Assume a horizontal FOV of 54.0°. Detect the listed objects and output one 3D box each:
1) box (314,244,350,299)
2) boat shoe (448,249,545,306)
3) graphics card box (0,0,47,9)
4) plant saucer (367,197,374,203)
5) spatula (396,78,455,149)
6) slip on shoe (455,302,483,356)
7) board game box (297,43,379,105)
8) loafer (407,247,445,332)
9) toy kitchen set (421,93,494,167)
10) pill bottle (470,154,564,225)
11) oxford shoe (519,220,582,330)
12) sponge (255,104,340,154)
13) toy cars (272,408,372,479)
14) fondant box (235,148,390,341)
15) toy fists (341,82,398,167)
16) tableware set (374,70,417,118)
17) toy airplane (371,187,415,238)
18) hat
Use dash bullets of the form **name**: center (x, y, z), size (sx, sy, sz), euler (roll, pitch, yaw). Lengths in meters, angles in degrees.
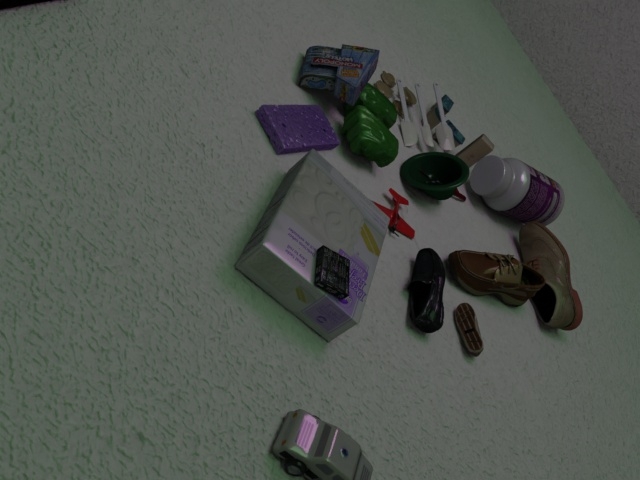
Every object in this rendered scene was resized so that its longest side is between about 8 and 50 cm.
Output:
- **box**: center (0.022, 0.058, 1.141), size (0.067, 0.018, 0.083), euler (29, 45, -28)
- **boat shoe**: center (0.471, 0.080, 1.654), size (0.324, 0.120, 0.122), euler (17, 49, -37)
- **graphics card box**: center (-0.606, -0.583, 1.094), size (0.371, 0.094, 0.233), euler (48, 37, -3)
- **plant saucer**: center (0.048, -0.111, 1.455), size (0.192, 0.018, 0.067), euler (33, 42, -25)
- **spatula**: center (0.308, -0.375, 1.866), size (0.168, 0.019, 0.242), euler (0, 64, -13)
- **slip on shoe**: center (0.356, 0.213, 1.499), size (0.041, 0.051, 0.135), euler (71, 4, -51)
- **board game box**: center (0.046, -0.425, 1.592), size (0.194, 0.060, 0.194), euler (9, 45, 0)
- **loafer**: center (0.239, 0.103, 1.433), size (0.078, 0.076, 0.223), euler (36, 44, -32)
- **toy kitchen set**: center (0.439, -0.354, 1.964), size (0.207, 0.122, 0.166), euler (46, 38, -8)
- **pill bottle**: center (0.603, -0.156, 1.938), size (0.301, 0.169, 0.169), euler (18, 49, -37)
- **oxford shoe**: center (0.651, 0.091, 1.835), size (0.130, 0.123, 0.348), euler (8, 54, -35)
- **sponge**: center (-0.049, -0.262, 1.464), size (0.210, 0.031, 0.117), euler (-15, 72, -51)
- **toy cars**: center (0.060, 0.438, 0.975), size (0.176, 0.087, 0.394), euler (-1, 62, -47)
- **fondant box**: center (0.000, 0.000, 1.255), size (0.238, 0.096, 0.330), euler (41, 41, -15)
- **toy fists**: center (0.122, -0.311, 1.630), size (0.142, 0.096, 0.279), euler (38, 37, -29)
- **tableware set**: center (0.227, -0.446, 1.903), size (0.141, 0.020, 0.169), euler (44, 40, -10)
- **toy airplane**: center (0.187, -0.070, 1.557), size (0.151, 0.028, 0.151), euler (26, 45, -29)
- **hat**: center (0.324, -0.127, 1.748), size (0.208, 0.183, 0.173), euler (-2, 44, 1)
